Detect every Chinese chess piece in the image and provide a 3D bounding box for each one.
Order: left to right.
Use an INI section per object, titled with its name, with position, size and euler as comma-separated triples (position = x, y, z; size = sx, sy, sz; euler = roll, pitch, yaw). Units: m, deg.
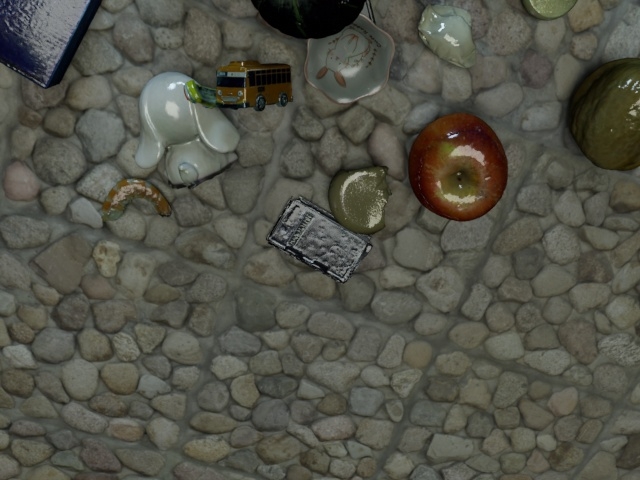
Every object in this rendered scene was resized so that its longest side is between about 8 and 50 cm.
[Chinese chess piece]
position = 0.564, -0.616, 1.448
size = 0.143, 0.058, 0.144
euler = 0, 111, -1

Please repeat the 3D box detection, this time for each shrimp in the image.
[shrimp]
position = -0.495, -0.087, 1.596
size = 0.166, 0.049, 0.161
euler = 33, 104, -23

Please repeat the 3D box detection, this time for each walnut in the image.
[walnut]
position = 0.763, -0.317, 1.488
size = 0.282, 0.227, 0.283
euler = 15, 114, 36

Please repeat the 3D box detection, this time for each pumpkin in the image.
[pumpkin]
position = -0.012, -0.594, 1.289
size = 0.295, 0.296, 0.296
euler = -1, 111, -3

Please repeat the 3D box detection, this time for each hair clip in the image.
[hair clip]
position = -0.261, -0.341, 1.387
size = 0.033, 0.188, 0.060
euler = -29, 82, 28

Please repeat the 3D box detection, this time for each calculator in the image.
[calculator]
position = 0.000, 0.000, 1.665
size = 0.274, 0.028, 0.166
euler = 29, 107, -13

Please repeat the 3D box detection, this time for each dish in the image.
[dish]
position = 0.067, -0.457, 1.459
size = 0.229, 0.081, 0.230
euler = -3, 126, -4

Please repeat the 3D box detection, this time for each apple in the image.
[apple]
position = 0.352, -0.188, 1.525
size = 0.251, 0.206, 0.272
euler = -34, 107, 21

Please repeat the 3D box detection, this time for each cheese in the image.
[cheese]
position = 0.110, -0.106, 1.599
size = 0.175, 0.091, 0.203
euler = -12, 113, 1

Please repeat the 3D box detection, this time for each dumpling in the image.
[dumpling]
position = 0.329, -0.515, 1.462
size = 0.169, 0.100, 0.134
euler = 30, 71, 8

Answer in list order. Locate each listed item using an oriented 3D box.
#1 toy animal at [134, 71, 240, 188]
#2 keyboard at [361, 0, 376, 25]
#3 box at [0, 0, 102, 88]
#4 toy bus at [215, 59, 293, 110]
[toy animal]
position = -0.349, -0.258, 1.465
size = 0.249, 0.174, 0.289
euler = -36, 110, 9
[keyboard]
position = 0.044, -0.676, 1.407
size = 0.103, 0.041, 0.382
euler = -17, 118, 2
[box]
position = -0.695, -0.542, 1.369
size = 0.278, 0.116, 0.262
euler = 31, 106, -16
[toy bus]
position = -0.157, -0.371, 1.412
size = 0.098, 0.201, 0.114
euler = 10, 111, 29
